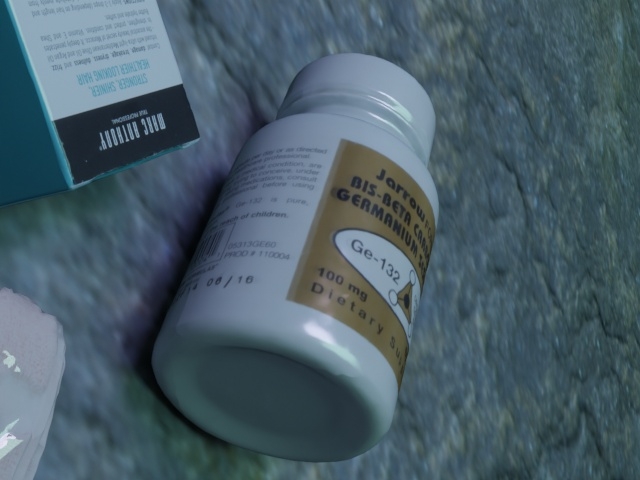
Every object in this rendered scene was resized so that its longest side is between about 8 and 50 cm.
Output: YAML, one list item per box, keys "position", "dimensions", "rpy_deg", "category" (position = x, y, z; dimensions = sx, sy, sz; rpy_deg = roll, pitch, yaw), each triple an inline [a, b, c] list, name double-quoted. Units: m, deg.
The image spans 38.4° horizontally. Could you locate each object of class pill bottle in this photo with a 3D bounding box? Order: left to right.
- position: [0.000, 0.000, 0.543]
  dimensions: [0.131, 0.131, 0.229]
  rpy_deg: [54, 40, -36]
  category: "pill bottle"

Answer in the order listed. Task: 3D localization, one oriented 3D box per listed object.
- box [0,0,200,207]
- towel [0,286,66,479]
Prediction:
- position: [-0.141, -0.145, 0.421]
  dimensions: [0.100, 0.060, 0.244]
  rpy_deg: [-34, 110, -57]
  category: "box"
- position: [-0.227, 0.095, 0.195]
  dimensions: [0.332, 0.053, 0.317]
  rpy_deg: [38, 51, -42]
  category: "towel"
